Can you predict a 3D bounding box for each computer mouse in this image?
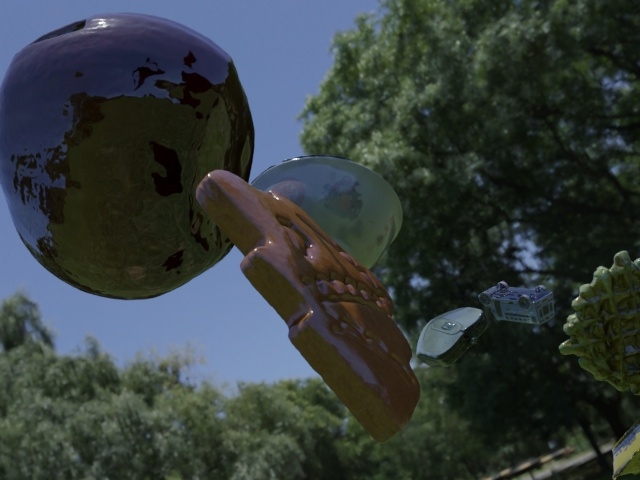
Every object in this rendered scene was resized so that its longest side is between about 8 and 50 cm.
[{"bbox_3d":[0.207,0.158,1.417,0.113,0.068,0.229,-46,-6,-12],"label":"computer mouse"}]

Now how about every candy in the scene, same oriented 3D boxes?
[{"bbox_3d":[0.546,0.311,1.383,0.187,0.081,0.297,-48,-27,7],"label":"candy"}]

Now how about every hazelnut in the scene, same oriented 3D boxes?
[{"bbox_3d":[-0.281,-0.132,1.313,0.402,0.402,0.429,-15,-62,-27],"label":"hazelnut"}]

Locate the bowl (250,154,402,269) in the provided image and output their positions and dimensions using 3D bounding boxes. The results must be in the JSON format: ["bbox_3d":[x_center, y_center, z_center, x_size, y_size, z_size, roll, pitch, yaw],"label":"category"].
[{"bbox_3d":[0.000,0.000,1.785,0.346,0.157,0.345,2,-42,2],"label":"bowl"}]

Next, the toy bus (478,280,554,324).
[{"bbox_3d":[0.436,0.142,1.915,0.073,0.076,0.167,-24,16,-34],"label":"toy bus"}]

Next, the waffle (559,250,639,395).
[{"bbox_3d":[0.515,0.135,1.433,0.223,0.204,0.054,-57,10,3],"label":"waffle"}]

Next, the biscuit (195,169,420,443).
[{"bbox_3d":[0.014,0.058,0.794,0.043,0.306,0.284,-42,-46,13],"label":"biscuit"}]
